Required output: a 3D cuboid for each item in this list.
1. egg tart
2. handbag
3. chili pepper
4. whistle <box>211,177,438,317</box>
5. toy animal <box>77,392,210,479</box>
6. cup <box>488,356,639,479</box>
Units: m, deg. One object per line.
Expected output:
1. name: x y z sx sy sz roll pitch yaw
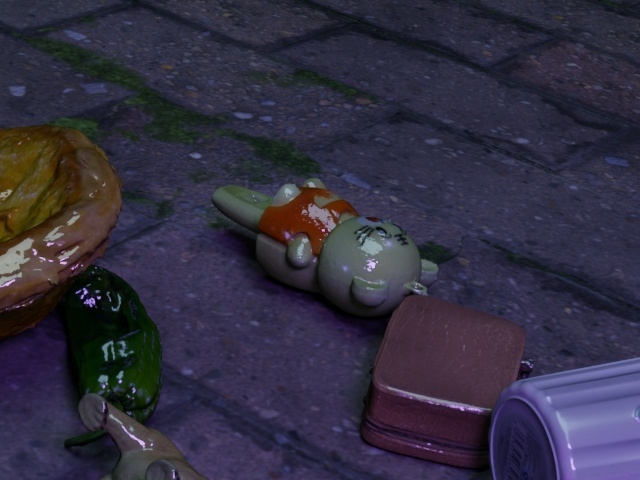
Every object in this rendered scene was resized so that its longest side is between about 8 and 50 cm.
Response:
1. egg tart: -0.339 0.003 1.382 0.341 0.129 0.341 -8 36 6
2. handbag: 0.125 0.134 1.393 0.151 0.072 0.193 13 26 7
3. chili pepper: -0.199 0.101 1.359 0.100 0.074 0.257 -2 25 -15
4. whistle: 0.000 0.000 1.561 0.288 0.106 0.131 28 27 30
5. toy animal: -0.116 0.214 1.166 0.101 0.103 0.219 15 12 -47
6. cup: 0.272 0.195 1.228 0.202 0.167 0.221 -5 29 -20
